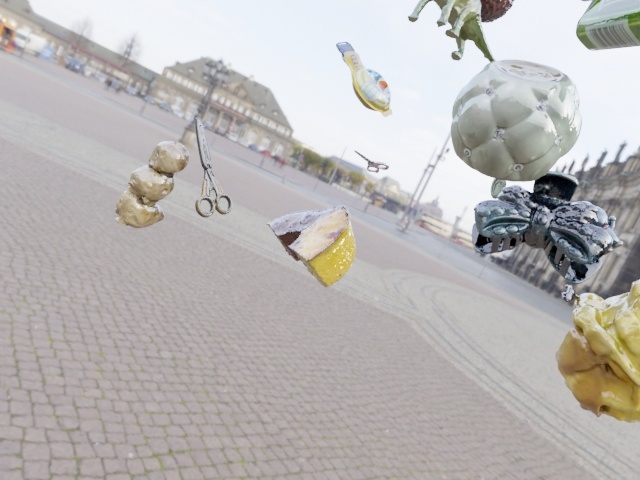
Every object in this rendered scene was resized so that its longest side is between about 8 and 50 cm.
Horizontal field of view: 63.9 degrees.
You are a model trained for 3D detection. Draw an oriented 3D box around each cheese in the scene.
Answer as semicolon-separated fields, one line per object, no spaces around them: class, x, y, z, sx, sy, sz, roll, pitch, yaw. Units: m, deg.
cheese;0.137;-0.498;1.589;0.270;0.069;0.177;56;40;-1

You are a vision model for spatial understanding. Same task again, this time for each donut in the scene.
donut;0.000;0.000;1.112;0.295;0.151;0.112;37;-26;61

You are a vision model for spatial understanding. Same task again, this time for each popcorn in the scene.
popcorn;0.692;0.221;1.166;0.349;0.348;0.381;21;20;-34

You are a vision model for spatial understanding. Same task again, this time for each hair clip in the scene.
hair clip;0.531;-0.039;1.239;0.311;0.206;0.194;19;-30;21

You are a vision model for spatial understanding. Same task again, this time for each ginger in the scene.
ginger;-0.337;-0.114;1.034;0.104;0.204;0.080;13;27;-47

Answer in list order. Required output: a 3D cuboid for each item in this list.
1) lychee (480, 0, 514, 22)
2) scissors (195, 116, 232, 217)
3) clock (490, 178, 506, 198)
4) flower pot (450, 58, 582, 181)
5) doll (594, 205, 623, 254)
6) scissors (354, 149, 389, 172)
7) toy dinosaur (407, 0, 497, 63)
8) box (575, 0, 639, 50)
lychee;0.486;-0.801;1.592;0.261;0.260;0.260;25;6;-3
scissors;-0.250;-0.162;1.132;0.088;0.219;0.017;-12;4;-36
clock;0.538;-0.165;1.555;0.010;0.083;0.074;7;32;-15
flower pot;0.382;-0.240;1.012;0.246;0.195;0.246;5;35;-3
doll;0.765;-0.035;1.425;0.151;0.114;0.085;57;4;16
scissors;0.193;-0.314;2.032;0.100;0.015;0.189;-10;-24;41
toy dinosaur;0.331;-0.602;1.196;0.447;0.300;0.087;30;-12;-28
box;0.607;-0.420;0.920;0.097;0.134;0.345;38;11;-14
